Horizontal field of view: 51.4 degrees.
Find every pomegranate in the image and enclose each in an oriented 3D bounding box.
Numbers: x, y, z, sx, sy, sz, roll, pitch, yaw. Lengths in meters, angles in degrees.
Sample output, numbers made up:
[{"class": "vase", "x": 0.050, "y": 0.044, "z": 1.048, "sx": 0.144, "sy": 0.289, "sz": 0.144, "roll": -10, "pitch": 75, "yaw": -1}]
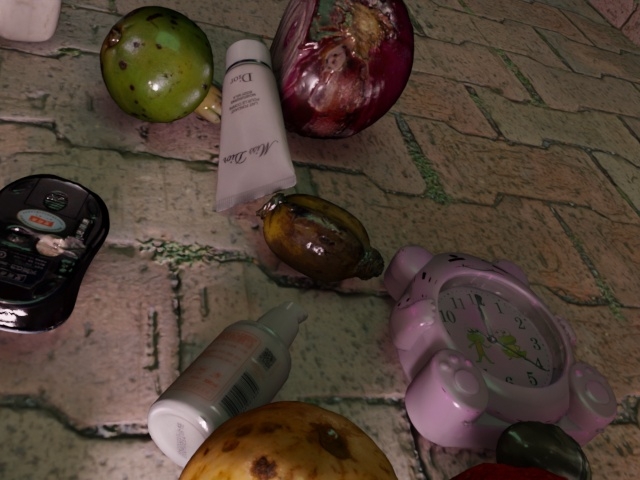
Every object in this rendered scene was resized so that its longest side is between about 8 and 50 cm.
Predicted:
[{"class": "pomegranate", "x": -0.034, "y": 0.263, "z": 0.625, "sx": 0.215, "sy": 0.215, "sz": 0.215, "roll": 16, "pitch": 40, "yaw": -14}, {"class": "pomegranate", "x": -0.255, "y": -0.282, "z": 1.131, "sx": 0.248, "sy": 0.202, "sz": 0.202, "roll": 33, "pitch": 26, "yaw": -45}]

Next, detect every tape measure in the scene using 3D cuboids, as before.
[{"class": "tape measure", "x": -0.515, "y": -0.499, "z": 1.143, "sx": 0.130, "sy": 0.265, "sz": 0.258, "roll": -9, "pitch": 61, "yaw": -33}]

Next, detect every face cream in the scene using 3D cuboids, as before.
[{"class": "face cream", "x": -0.113, "y": -0.196, "z": 1.102, "sx": 0.089, "sy": 0.143, "sz": 0.315, "roll": 47, "pitch": 31, "yaw": -56}, {"class": "face cream", "x": -0.090, "y": 0.151, "z": 0.790, "sx": 0.101, "sy": 0.101, "sz": 0.252, "roll": 33, "pitch": 39, "yaw": 8}]

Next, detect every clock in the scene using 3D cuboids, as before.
[{"class": "clock", "x": 0.238, "y": 0.146, "z": 0.969, "sx": 0.295, "sy": 0.113, "sz": 0.322, "roll": 9, "pitch": 41, "yaw": -21}]

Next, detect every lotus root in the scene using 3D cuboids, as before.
[{"class": "lotus root", "x": 0.000, "y": 0.000, "z": 1.000, "sx": 0.209, "sy": 0.120, "sz": 0.120, "roll": 29, "pitch": 39, "yaw": 2}]

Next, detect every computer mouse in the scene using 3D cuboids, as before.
[{"class": "computer mouse", "x": -0.344, "y": 0.020, "z": 0.799, "sx": 0.137, "sy": 0.096, "sz": 0.233, "roll": 17, "pitch": 44, "yaw": -4}]

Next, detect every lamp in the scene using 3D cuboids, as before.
[{"class": "lamp", "x": 0.268, "y": 0.271, "z": 0.795, "sx": 0.250, "sy": 0.101, "sz": 0.101, "roll": 45, "pitch": 18, "yaw": -48}]

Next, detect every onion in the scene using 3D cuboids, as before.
[{"class": "onion", "x": 0.042, "y": -0.337, "z": 1.264, "sx": 0.260, "sy": 0.282, "sz": 0.337, "roll": 20, "pitch": 68, "yaw": -25}]

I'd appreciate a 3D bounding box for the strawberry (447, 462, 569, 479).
[{"class": "strawberry", "x": 0.223, "y": 0.355, "z": 0.649, "sx": 0.276, "sy": 0.257, "sz": 0.257, "roll": 21, "pitch": 35, "yaw": -38}]
